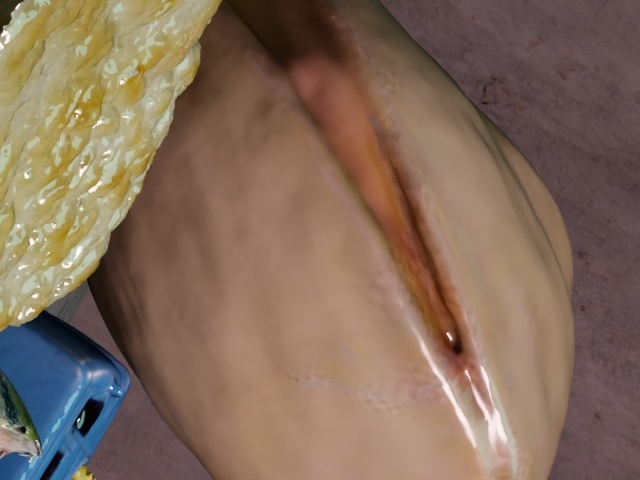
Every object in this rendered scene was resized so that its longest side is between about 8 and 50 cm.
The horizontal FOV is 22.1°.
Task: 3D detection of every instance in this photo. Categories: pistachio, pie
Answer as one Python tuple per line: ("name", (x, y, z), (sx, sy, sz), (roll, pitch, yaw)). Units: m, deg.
("pistachio", (0.000, 0.000, 1.008), (0.281, 0.445, 0.365), (-28, -169, -13))
("pie", (-0.104, -0.078, 0.650), (0.274, 0.105, 0.257), (-60, -177, 5))

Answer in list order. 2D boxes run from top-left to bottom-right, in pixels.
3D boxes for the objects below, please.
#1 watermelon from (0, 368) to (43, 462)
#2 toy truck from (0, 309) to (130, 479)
("watermelon", (-0.218, 0.070, 0.747), (0.139, 0.071, 0.187), (-23, 156, 18))
("toy truck", (-0.254, 0.197, 0.912), (0.385, 0.161, 0.162), (-59, 174, -15))
